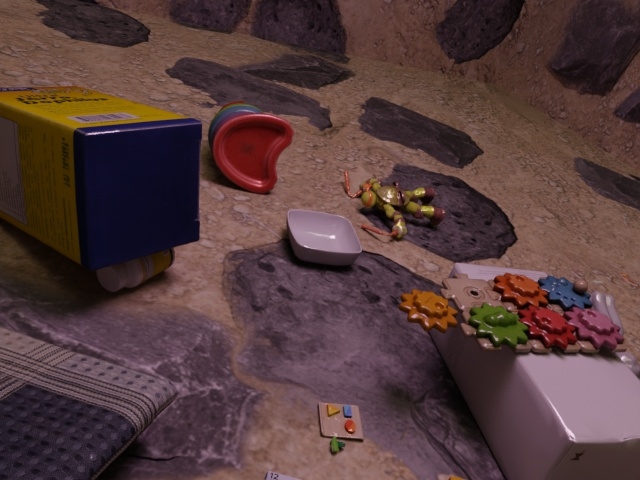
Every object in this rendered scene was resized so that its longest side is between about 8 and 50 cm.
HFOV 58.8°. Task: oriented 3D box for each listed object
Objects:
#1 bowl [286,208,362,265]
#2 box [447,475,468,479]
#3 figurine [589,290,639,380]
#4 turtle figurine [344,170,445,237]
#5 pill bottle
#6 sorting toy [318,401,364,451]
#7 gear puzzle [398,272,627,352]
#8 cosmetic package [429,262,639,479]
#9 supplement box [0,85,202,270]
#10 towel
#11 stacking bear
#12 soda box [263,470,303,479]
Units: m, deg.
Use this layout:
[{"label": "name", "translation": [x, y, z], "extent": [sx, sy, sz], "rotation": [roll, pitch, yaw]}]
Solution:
[{"label": "bowl", "translation": [0.000, 0.000, 1.124], "extent": [0.142, 0.053, 0.142], "rotation": [9, 31, -19]}, {"label": "box", "translation": [0.195, 0.354, 0.675], "extent": [0.081, 0.028, 0.136], "rotation": [17, 32, -4]}, {"label": "figurine", "translation": [0.496, 0.185, 1.080], "extent": [0.215, 0.092, 0.209], "rotation": [16, 38, -7]}, {"label": "turtle figurine", "translation": [0.176, -0.101, 1.354], "extent": [0.218, 0.087, 0.269], "rotation": [3, 33, -25]}, {"label": "pill bottle", "translation": [-0.289, 0.035, 0.890], "extent": [0.065, 0.065, 0.116], "rotation": [29, 31, 16]}, {"label": "sorting toy", "translation": [0.030, 0.251, 0.765], "extent": [0.062, 0.012, 0.083], "rotation": [12, 30, -13]}, {"label": "gear puzzle", "translation": [0.273, 0.092, 0.838], "extent": [0.339, 0.044, 0.175], "rotation": [3, 33, -15]}, {"label": "cosmetic package", "translation": [0.331, 0.202, 0.874], "extent": [0.197, 0.155, 0.365], "rotation": [7, 33, -17]}, {"label": "supplement box", "translation": [-0.375, -0.119, 0.895], "extent": [0.357, 0.194, 0.195], "rotation": [22, 26, 33]}, {"label": "towel", "translation": [-0.353, 0.172, 0.542], "extent": [0.325, 0.056, 0.312], "rotation": [16, 15, 10]}, {"label": "stacking bear", "translation": [-0.185, -0.252, 1.348], "extent": [0.164, 0.175, 0.289], "rotation": [15, 20, -20]}, {"label": "soda box", "translation": [0.017, 0.311, 0.609], "extent": [0.183, 0.062, 0.058], "rotation": [17, 31, -4]}]
